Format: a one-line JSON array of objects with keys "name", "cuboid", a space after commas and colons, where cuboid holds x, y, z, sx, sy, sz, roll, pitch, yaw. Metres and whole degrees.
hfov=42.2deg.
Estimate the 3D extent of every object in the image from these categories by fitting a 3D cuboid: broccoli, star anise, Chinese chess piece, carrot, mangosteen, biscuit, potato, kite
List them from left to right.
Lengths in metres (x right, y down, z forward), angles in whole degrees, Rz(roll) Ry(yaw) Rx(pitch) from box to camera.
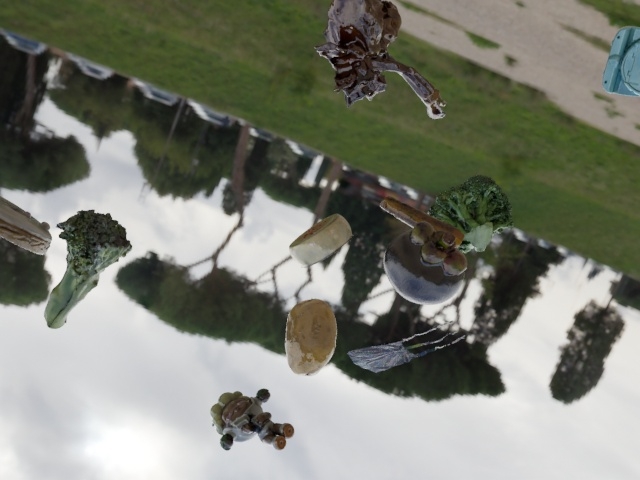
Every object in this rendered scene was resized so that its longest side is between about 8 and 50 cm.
[{"name": "biscuit", "cuboid": [-0.504, -0.042, 1.306, 0.181, 0.049, 0.208, 32, 173, -15]}, {"name": "broccoli", "cuboid": [-0.558, 0.074, 1.892, 0.145, 0.304, 0.165, 37, -160, 22]}, {"name": "potato", "cuboid": [-0.021, 0.217, 1.867, 0.109, 0.178, 0.118, 10, 168, -31]}, {"name": "Chinese chess piece", "cuboid": [0.000, 0.000, 1.526, 0.051, 0.122, 0.122, 58, -172, -9]}, {"name": "star anise", "cuboid": [0.115, -0.339, 1.545, 0.148, 0.237, 0.346, -17, 128, 47]}, {"name": "kite", "cuboid": [0.211, 0.261, 2.002, 0.152, 0.285, 0.015, 38, -145, -47]}, {"name": "carrot", "cuboid": [0.192, -0.037, 1.575, 0.170, 0.042, 0.042, 29, -167, 4]}, {"name": "mangosteen", "cuboid": [0.176, 0.033, 1.353, 0.137, 0.151, 0.137, 13, -129, -16]}, {"name": "broccoli", "cuboid": [0.332, -0.056, 1.831, 0.195, 0.195, 0.156, 20, -152, -10]}]

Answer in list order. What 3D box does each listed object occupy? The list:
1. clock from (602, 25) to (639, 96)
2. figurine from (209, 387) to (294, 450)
[{"name": "clock", "cuboid": [0.529, -0.275, 1.311, 0.147, 0.108, 0.045, 16, -157, 17]}, {"name": "figurine", "cuboid": [-0.138, 0.351, 1.613, 0.197, 0.147, 0.093, -2, 130, 50]}]
